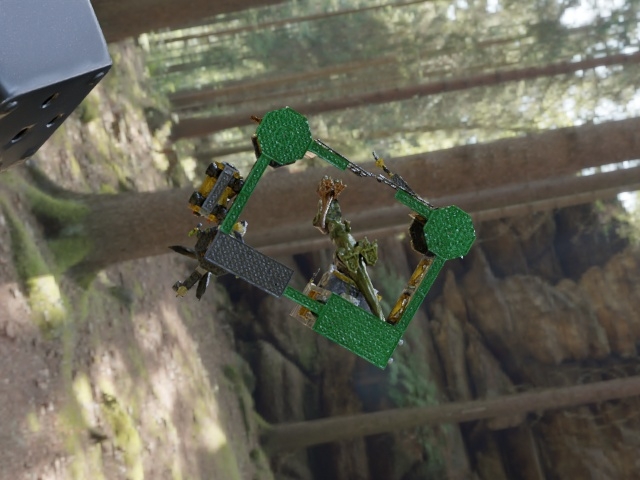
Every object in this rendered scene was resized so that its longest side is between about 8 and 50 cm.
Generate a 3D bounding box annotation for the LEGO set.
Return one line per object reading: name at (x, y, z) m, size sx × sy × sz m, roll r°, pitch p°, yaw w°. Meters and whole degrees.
LEGO set at (0.000, 0.000, 0.998) m, size 0.192 × 0.331 × 0.254 m, roll -177°, pitch -71°, yaw -79°

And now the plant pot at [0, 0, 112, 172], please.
plant pot at (-0.266, -0.136, 0.577) m, size 0.167 × 0.188 × 0.187 m, roll 51°, pitch 29°, yaw -5°
